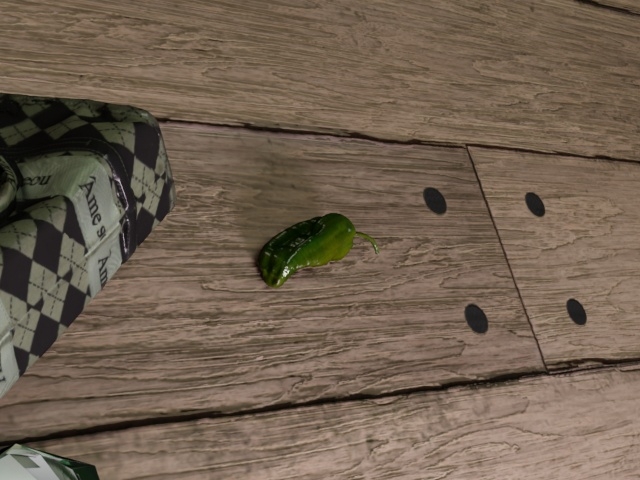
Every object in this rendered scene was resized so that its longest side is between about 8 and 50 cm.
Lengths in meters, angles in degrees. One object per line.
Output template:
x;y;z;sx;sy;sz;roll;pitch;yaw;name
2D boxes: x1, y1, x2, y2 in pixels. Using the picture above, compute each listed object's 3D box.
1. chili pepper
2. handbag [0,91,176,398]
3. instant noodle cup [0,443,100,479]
-0.002;0.000;1.421;0.072;0.073;0.204;36;38;29;chili pepper
-0.372;0.006;0.966;0.316;0.180;0.416;16;42;21;handbag
-0.296;0.292;0.905;0.240;0.178;0.240;21;52;-31;instant noodle cup
